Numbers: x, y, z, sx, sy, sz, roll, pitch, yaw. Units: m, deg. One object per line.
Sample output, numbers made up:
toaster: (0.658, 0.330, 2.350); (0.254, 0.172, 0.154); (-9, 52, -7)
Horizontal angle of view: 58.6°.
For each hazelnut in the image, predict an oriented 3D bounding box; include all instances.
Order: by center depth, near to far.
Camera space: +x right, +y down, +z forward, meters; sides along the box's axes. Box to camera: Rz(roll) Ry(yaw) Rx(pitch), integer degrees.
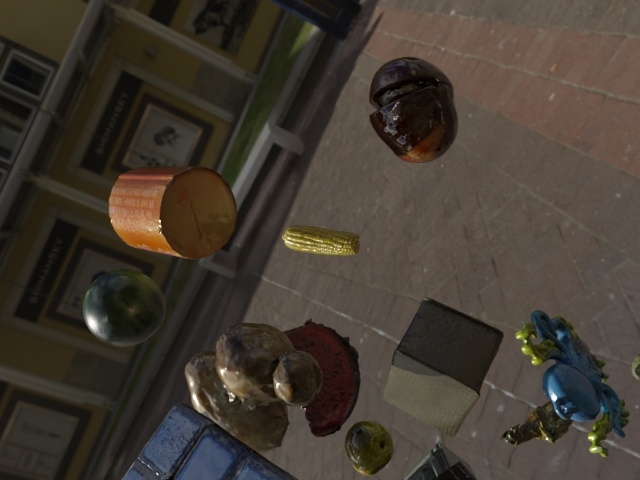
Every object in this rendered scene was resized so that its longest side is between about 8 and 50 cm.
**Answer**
hazelnut: (0.229, -0.309, 1.340); (0.217, 0.217, 0.252); (-20, 87, 66)

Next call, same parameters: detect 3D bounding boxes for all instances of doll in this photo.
doll: (0.624, 0.336, 1.432); (0.099, 0.346, 0.341); (-46, -10, 34)

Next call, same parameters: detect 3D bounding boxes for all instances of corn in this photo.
corn: (0.000, 0.000, 1.388); (0.067, 0.206, 0.068); (6, -90, -66)

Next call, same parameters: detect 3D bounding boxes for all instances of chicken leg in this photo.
chicken leg: (0.637, 0.542, 1.653); (0.227, 0.103, 0.088); (-31, -19, -1)

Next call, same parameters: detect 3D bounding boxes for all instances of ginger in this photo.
ginger: (-0.128, 0.270, 1.082); (0.155, 0.244, 0.304); (-36, -13, -48)

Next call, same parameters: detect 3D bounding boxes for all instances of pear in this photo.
pear: (0.122, 0.553, 1.547); (0.141, 0.104, 0.141); (-34, 26, 20)

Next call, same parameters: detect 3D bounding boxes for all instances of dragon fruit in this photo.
dragon fruit: (0.002, 0.410, 1.748); (0.100, 0.282, 0.344); (-47, 63, 52)

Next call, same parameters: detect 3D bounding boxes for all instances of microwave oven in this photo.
microwave oven: (0.381, 0.879, 1.934); (0.295, 0.181, 0.237); (-48, 12, 8)

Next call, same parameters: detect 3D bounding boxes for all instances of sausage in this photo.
sausage: (-0.385, -0.078, 1.477); (0.287, 0.233, 0.233); (9, 74, 45)

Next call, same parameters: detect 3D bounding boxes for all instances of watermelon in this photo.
watermelon: (-0.596, 0.206, 1.739); (0.242, 0.242, 0.242); (-54, 21, 33)

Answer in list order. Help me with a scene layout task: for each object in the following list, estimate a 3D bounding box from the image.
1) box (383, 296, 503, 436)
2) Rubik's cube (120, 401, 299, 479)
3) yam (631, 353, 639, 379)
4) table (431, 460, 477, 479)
box: (0.252, 0.273, 1.200); (0.143, 0.184, 0.273); (-55, -20, -32)
Rubik's cube: (-0.125, 0.461, 0.792); (0.305, 0.304, 0.301); (10, 58, 48)
yam: (0.977, 0.366, 1.592); (0.194, 0.107, 0.107); (170, 122, -76)
table: (0.310, 0.788, 1.511); (0.196, 0.281, 0.251); (47, 145, 39)
